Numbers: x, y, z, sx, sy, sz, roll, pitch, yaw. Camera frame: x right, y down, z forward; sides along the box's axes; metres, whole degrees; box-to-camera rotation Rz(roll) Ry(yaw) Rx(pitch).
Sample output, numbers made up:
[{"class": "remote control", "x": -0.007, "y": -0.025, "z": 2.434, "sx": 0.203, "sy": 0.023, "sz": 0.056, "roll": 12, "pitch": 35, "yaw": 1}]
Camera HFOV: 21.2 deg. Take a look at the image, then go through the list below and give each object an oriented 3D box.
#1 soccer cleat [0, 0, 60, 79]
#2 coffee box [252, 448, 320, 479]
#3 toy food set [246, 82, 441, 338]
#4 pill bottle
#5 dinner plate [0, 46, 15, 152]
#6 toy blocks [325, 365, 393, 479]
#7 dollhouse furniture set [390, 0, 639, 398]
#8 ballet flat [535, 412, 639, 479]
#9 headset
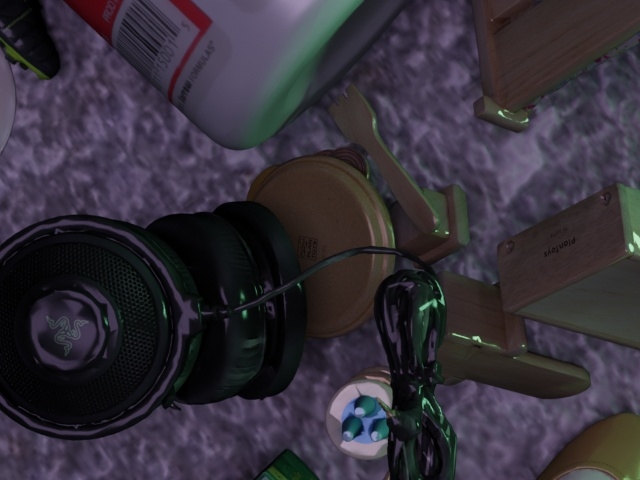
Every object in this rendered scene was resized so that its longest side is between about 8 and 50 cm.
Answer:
[{"class": "soccer cleat", "x": -0.225, "y": -0.194, "z": 1.187, "sx": 0.072, "sy": 0.060, "sz": 0.179, "roll": -35, "pitch": 84, "yaw": 5}, {"class": "coffee box", "x": -0.079, "y": 0.223, "z": 1.152, "sx": 0.040, "sy": 0.113, "sz": 0.184, "roll": 44, "pitch": 94, "yaw": 5}, {"class": "toy food set", "x": 0.000, "y": 0.000, "z": 1.149, "sx": 0.192, "sy": 0.038, "sz": 0.132, "roll": -44, "pitch": 70, "yaw": 30}, {"class": "pill bottle", "x": -0.123, "y": -0.270, "z": 1.088, "sx": 0.407, "sy": 0.229, "sz": 0.229, "roll": 44, "pitch": 95, "yaw": 4}, {"class": "dinner plate", "x": -0.287, "y": -0.100, "z": 1.217, "sx": 0.141, "sy": 0.017, "sz": 0.141, "roll": 0, "pitch": 93, "yaw": 7}, {"class": "toy blocks", "x": 0.046, "y": 0.146, "z": 1.117, "sx": 0.054, "sy": 0.148, "sz": 0.123, "roll": -23, "pitch": 88, "yaw": 7}, {"class": "dollhouse furniture set", "x": 0.188, "y": -0.108, "z": 1.129, "sx": 0.303, "sy": 0.174, "sz": 0.356, "roll": -31, "pitch": 53, "yaw": 44}, {"class": "ballet flat", "x": 0.152, "y": 0.217, "z": 1.144, "sx": 0.080, "sy": 0.073, "sz": 0.232, "roll": 38, "pitch": 95, "yaw": 4}, {"class": "headset", "x": -0.095, "y": 0.072, "z": 1.048, "sx": 0.394, "sy": 0.243, "sz": 0.185, "roll": -7, "pitch": 90, "yaw": 35}]
